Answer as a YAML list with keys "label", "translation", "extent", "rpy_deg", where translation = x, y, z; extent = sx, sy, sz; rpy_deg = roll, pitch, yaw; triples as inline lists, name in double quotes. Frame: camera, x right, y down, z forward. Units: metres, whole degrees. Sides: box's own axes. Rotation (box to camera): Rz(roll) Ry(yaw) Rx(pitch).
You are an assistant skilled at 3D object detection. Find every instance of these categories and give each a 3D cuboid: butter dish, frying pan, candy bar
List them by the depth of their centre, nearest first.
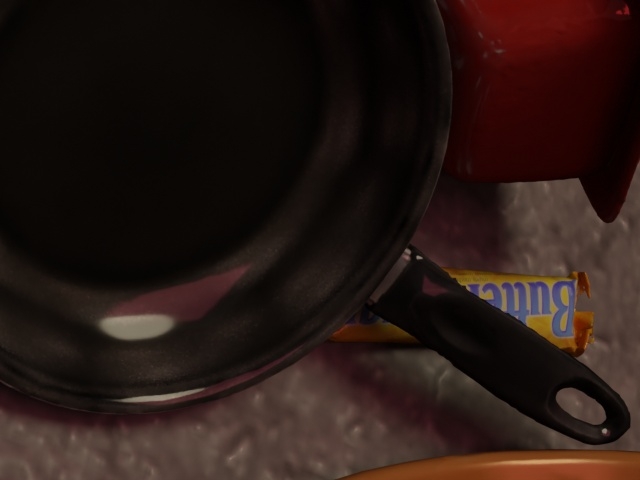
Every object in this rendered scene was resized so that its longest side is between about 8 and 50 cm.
- label: "frying pan"
  translation: [0.007, -0.027, 0.606]
  extent: [0.326, 0.053, 0.197]
  rpy_deg: [6, 113, -32]
- label: "butter dish"
  translation: [0.055, -0.091, 0.656]
  extent: [0.118, 0.160, 0.160]
  rpy_deg: [-16, 65, -8]
- label: "candy bar"
  translation: [0.052, 0.026, 0.702]
  extent: [0.161, 0.018, 0.040]
  rpy_deg: [6, 78, -36]

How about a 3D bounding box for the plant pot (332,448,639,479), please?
- label: "plant pot"
  translation: [0.119, 0.202, 0.573]
  extent: [0.291, 0.291, 0.203]
  rpy_deg: [-4, 100, -38]
